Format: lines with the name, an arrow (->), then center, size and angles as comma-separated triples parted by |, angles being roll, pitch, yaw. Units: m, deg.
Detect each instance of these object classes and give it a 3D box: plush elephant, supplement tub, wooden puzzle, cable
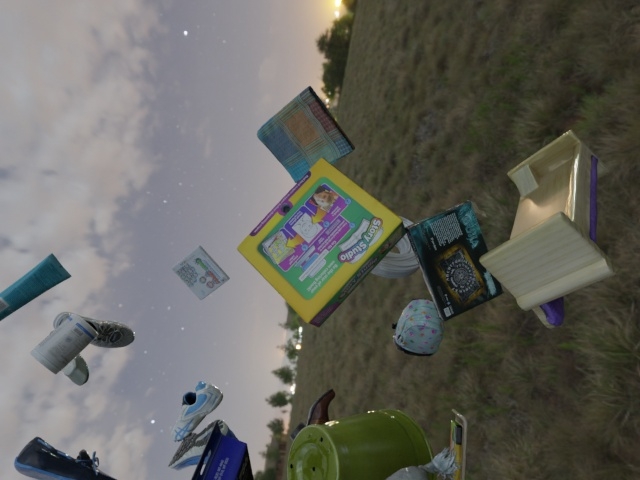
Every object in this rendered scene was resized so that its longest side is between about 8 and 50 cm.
plush elephant -> 0.236, 0.675, 0.955 | 0.272, 0.330, 0.255 | 52, -176, -41
supplement tub -> -0.525, 0.211, 0.870 | 0.107, 0.071, 0.071 | -49, -17, -30
wooden puzzle -> 0.447, 0.686, 1.382 | 0.221, 0.044, 0.239 | 58, -146, -71
cable -> 0.230, 0.017, 1.416 | 0.257, 0.257, 0.089 | -33, -29, -37

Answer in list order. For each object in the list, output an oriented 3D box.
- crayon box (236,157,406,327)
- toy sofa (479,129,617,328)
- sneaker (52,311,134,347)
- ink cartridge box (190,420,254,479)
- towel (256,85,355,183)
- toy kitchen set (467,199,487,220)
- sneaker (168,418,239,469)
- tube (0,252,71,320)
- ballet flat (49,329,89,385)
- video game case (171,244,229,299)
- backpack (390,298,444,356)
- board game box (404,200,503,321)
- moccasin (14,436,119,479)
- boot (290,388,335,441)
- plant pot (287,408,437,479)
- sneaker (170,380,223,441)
crayon box -> 0.000, 0.000, 1.179 | 0.363, 0.313, 0.106 | -47, -24, -2
toy sofa -> 0.426, -0.032, 0.747 | 0.150, 0.177, 0.362 | -42, 4, 44
sneaker -> -0.802, 0.338, 1.520 | 0.115, 0.281, 0.105 | 8, 76, 46
ink cartridge box -> -0.196, 0.567, 0.907 | 0.165, 0.065, 0.333 | -72, -20, -60
towel -> -0.068, -0.370, 1.565 | 0.370, 0.271, 0.040 | -19, 25, 53
toy kitchen set -> 0.477, -0.081, 1.376 | 0.068, 0.083, 0.075 | -92, 23, -50
sneaker -> -0.407, 0.755, 1.489 | 0.330, 0.147, 0.130 | -34, 16, 30
tube -> -0.754, 0.127, 1.079 | 0.207, 0.052, 0.080 | -45, -53, -33
ballet flat -> -0.759, 0.348, 1.258 | 0.072, 0.213, 0.068 | -50, -34, 5
video game case -> -0.422, 0.116, 1.485 | 0.143, 0.157, 0.019 | -36, 13, 17
backpack -> 0.289, 0.250, 1.202 | 0.115, 0.152, 0.182 | -86, 0, -46
board game box -> 0.244, 0.037, 0.766 | 0.026, 0.126, 0.186 | -142, 29, -80
moccasin -> -0.803, 0.738, 1.386 | 0.138, 0.342, 0.117 | -45, 20, 35
boot -> 0.061, 0.783, 1.713 | 0.264, 0.280, 0.096 | -47, -14, -31
plant pot -> 0.101, 0.704, 1.311 | 0.366, 0.353, 0.366 | -29, 50, 42
sneaker -> -0.344, 0.455, 1.130 | 0.237, 0.086, 0.085 | -50, 0, 27
